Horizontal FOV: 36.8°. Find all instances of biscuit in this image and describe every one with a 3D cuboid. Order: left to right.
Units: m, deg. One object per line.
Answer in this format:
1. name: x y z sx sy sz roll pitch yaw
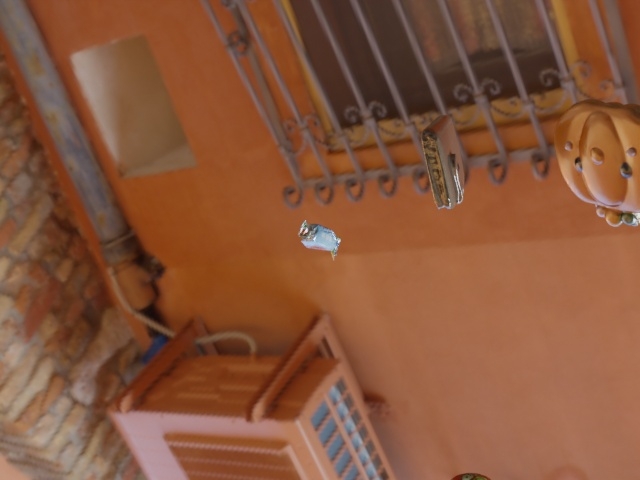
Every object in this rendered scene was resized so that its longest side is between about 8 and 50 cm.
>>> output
1. biscuit: 0.355 -0.090 1.180 0.050 0.170 0.170 -25 -160 -29

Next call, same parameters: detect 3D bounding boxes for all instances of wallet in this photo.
1. wallet: 0.171 -0.108 1.314 0.039 0.118 0.152 -10 -166 16

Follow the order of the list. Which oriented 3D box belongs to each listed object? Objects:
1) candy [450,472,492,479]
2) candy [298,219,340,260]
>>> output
1. candy: 0.230 0.487 1.454 0.084 0.287 0.078 4 -165 29
2. candy: -0.001 0.000 1.018 0.020 0.030 0.083 6 172 30
